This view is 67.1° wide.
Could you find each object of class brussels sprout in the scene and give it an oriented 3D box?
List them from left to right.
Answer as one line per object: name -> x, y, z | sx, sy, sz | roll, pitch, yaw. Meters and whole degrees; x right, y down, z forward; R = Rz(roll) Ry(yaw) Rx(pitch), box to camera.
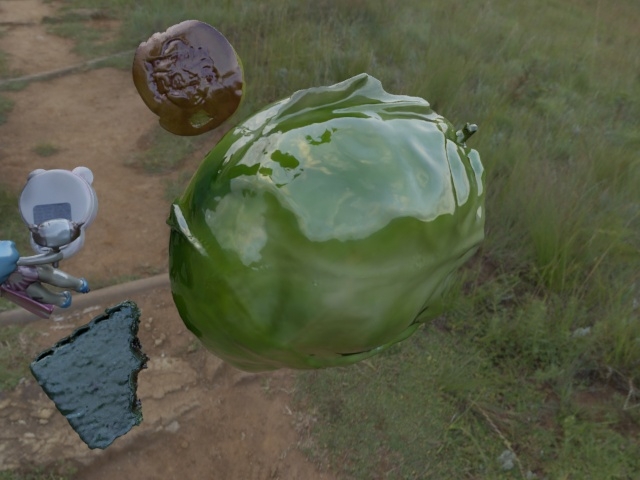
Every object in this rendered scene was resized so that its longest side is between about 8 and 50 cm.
brussels sprout -> -0.019, -0.003, 0.638 | 0.360, 0.425, 0.343 | -13, 65, -27

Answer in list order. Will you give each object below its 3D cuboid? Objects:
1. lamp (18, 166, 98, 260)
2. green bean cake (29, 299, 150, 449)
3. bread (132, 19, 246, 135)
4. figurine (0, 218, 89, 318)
lamp -> -0.660, -0.066, 1.227 | 0.179, 0.108, 0.246 | -6, 77, -4
green bean cake -> -0.377, 0.238, 0.876 | 0.193, 0.107, 0.208 | -33, 98, -19
bread -> -0.316, -0.395, 1.188 | 0.269, 0.270, 0.148 | 9, 19, 0
figurine -> -0.439, 0.045, 0.719 | 0.205, 0.260, 0.103 | -30, 64, 4
